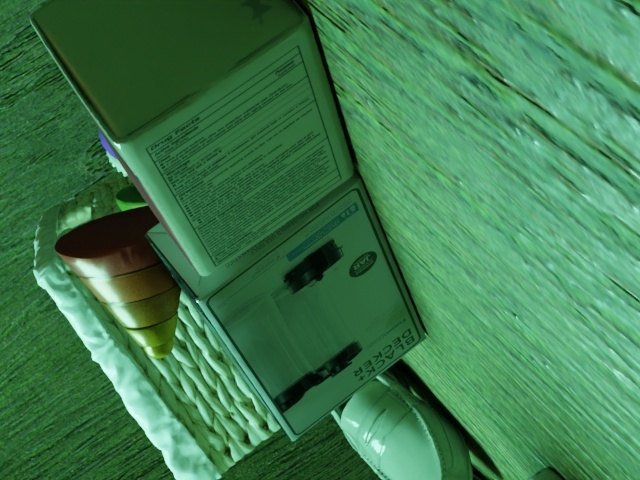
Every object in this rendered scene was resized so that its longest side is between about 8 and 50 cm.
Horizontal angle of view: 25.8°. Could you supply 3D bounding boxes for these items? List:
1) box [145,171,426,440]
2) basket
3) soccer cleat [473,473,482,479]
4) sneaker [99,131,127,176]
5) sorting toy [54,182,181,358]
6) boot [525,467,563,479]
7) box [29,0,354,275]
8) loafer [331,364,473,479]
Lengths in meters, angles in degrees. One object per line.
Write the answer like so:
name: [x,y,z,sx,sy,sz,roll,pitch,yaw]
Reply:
box: [-0.019,0.044,1.227,0.087,0.169,0.290,48,170,32]
basket: [-0.145,0.062,1.684,0.331,0.266,0.328,58,179,-16]
soccer cleat: [0.173,0.331,1.749,0.109,0.116,0.318,26,-171,4]
sneaker: [-0.129,-0.136,1.291,0.293,0.102,0.146,11,128,54]
sorting toy: [-0.126,0.004,1.325,0.365,0.127,0.126,-54,-47,-67]
boot: [0.193,0.335,1.147,0.244,0.176,0.088,51,172,17]
box: [-0.082,-0.099,0.995,0.127,0.149,0.232,53,173,24]
loafer: [0.076,0.220,1.633,0.111,0.112,0.319,22,-170,-27]
